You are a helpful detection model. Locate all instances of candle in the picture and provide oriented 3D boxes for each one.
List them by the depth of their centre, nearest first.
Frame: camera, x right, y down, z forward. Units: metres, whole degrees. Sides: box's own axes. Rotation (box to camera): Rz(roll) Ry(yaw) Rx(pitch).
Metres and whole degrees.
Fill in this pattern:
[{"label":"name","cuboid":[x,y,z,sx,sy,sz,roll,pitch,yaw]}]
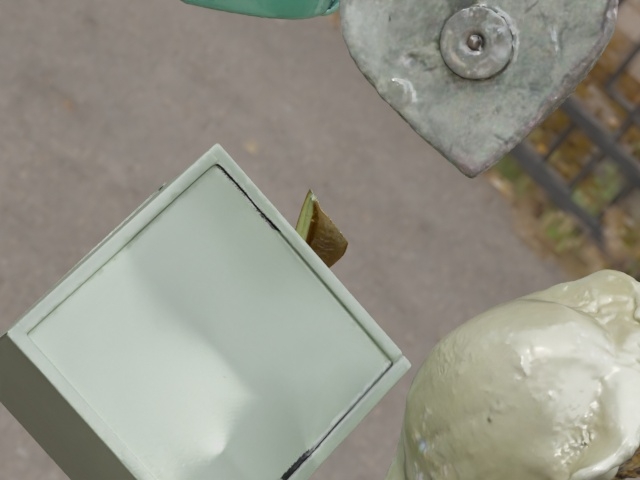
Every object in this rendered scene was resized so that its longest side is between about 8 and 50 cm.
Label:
[{"label":"candle","cuboid":[0.106,-0.128,1.206,0.192,0.168,0.068,0,7,12]}]

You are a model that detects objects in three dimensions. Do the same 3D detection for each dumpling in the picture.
[{"label":"dumpling","cuboid":[0.131,0.135,1.178,0.131,0.252,0.179,38,21,-34]}]

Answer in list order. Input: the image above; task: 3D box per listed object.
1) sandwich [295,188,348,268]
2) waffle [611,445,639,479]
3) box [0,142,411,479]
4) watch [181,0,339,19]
[{"label":"sandwich","cuboid":[0.000,0.000,1.439,0.044,0.083,0.031,1,29,-30]},{"label":"waffle","cuboid":[0.354,0.120,1.616,0.261,0.376,0.114,-7,70,-21]},{"label":"box","cuboid":[-0.096,0.092,1.317,0.225,0.117,0.225,49,61,-6]},{"label":"watch","cuboid":[-0.085,-0.258,1.515,0.237,0.068,0.195,11,28,-27]}]
